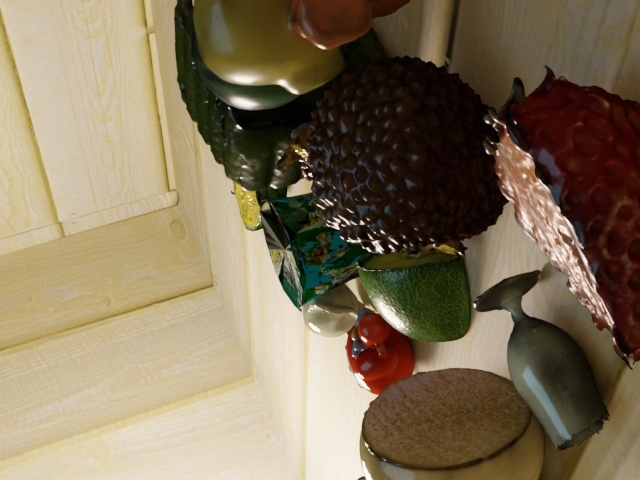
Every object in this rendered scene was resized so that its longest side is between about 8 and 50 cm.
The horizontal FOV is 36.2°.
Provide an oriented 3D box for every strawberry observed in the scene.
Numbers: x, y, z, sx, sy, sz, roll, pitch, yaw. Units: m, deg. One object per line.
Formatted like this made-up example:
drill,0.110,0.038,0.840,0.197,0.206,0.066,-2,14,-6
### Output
strawberry,0.285,-0.045,0.984,0.280,0.150,0.253,60,-179,34

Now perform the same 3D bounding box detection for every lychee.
lychee,0.113,-0.114,1.276,0.267,0.267,0.268,163,90,-75

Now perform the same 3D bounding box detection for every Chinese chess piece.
Chinese chess piece,0.190,0.295,1.430,0.270,0.269,0.112,-137,32,-61

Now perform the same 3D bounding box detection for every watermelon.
watermelon,-0.150,-0.133,2.441,0.232,0.127,0.204,96,152,-52

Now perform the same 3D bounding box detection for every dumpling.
dumpling,0.039,0.144,2.063,0.229,0.151,0.124,-137,54,-86

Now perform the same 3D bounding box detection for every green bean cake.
green bean cake,-0.055,-0.275,1.607,0.335,0.319,0.218,60,158,28

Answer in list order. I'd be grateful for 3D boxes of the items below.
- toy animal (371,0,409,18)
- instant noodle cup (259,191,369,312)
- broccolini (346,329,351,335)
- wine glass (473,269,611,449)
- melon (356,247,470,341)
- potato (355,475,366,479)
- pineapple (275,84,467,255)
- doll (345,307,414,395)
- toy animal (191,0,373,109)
toy animal,0.082,-0.435,1.257,0.169,0.195,0.281,-10,-104,-65
instant noodle cup,0.000,0.000,1.960,0.240,0.178,0.240,163,90,-75
broccolini,0.084,0.218,2.208,0.057,0.071,0.254,-45,62,25
wine glass,0.288,0.154,1.264,0.103,0.103,0.222,102,147,-61
melon,0.149,0.100,1.650,0.265,0.129,0.169,-166,57,-72
potato,0.208,0.612,1.825,0.296,0.290,0.397,-9,120,47
pineapple,0.083,-0.114,1.482,0.158,0.334,0.161,-66,9,-8
doll,0.114,0.220,1.890,0.290,0.129,0.161,73,-179,-71
toy animal,-0.074,-0.282,1.266,0.338,0.191,0.216,-25,83,68
